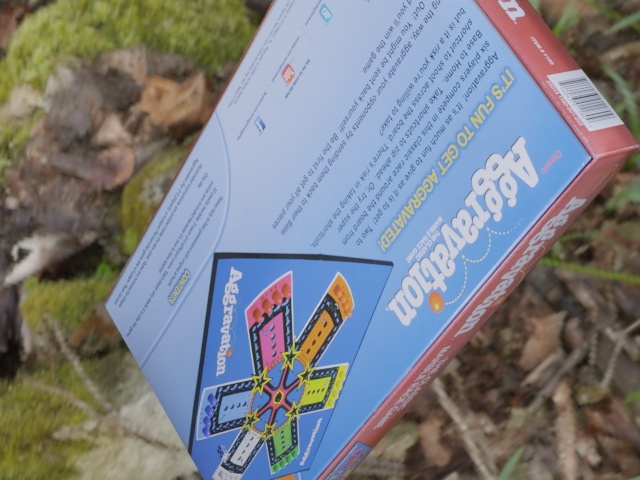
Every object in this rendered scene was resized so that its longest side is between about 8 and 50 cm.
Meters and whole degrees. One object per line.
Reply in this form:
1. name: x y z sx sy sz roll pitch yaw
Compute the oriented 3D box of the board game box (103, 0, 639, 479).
1. board game box: 0.000 0.000 0.580 0.027 0.281 0.145 -13 61 -38
